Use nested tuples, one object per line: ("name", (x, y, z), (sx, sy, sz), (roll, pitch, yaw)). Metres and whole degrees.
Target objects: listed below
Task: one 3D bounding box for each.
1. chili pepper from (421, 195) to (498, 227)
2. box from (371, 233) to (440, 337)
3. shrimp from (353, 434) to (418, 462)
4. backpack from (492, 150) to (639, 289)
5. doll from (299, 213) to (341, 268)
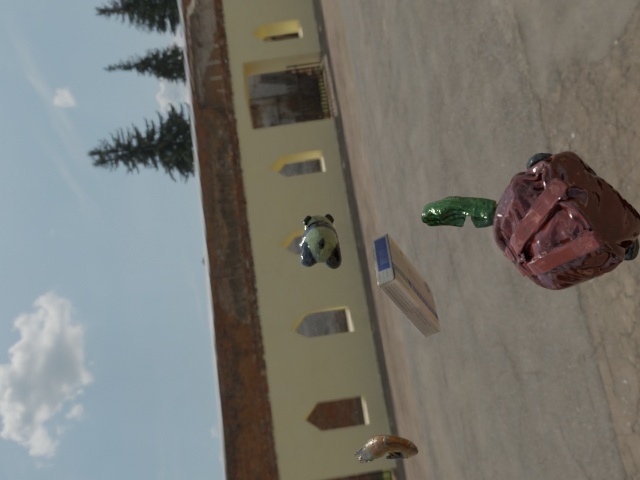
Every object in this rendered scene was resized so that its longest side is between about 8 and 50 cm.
("chili pepper", (0.409, -0.088, 1.744), (0.099, 0.253, 0.083), (53, -121, -30))
("box", (0.287, 0.153, 1.960), (0.343, 0.065, 0.200), (47, -153, -38))
("shrimp", (0.187, 0.623, 1.756), (0.249, 0.150, 0.068), (-36, 31, 49))
("backpack", (0.377, -0.018, 0.945), (0.229, 0.139, 0.229), (31, 138, 33))
("doll", (0.001, 0.001, 2.033), (0.234, 0.144, 0.135), (-94, 8, -60))
